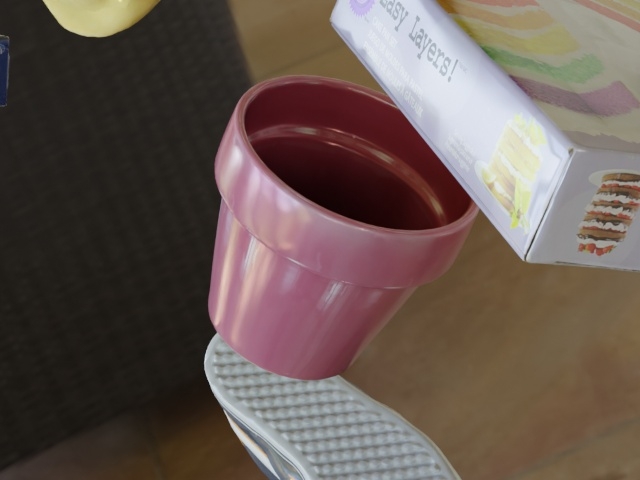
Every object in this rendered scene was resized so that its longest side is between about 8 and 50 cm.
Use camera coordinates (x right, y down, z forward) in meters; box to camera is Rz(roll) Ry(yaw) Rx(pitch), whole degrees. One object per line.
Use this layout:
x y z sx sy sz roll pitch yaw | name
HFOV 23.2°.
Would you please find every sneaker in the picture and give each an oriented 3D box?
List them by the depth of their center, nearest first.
0.029 0.202 1.400 0.126 0.127 0.321 -39 65 -10 | sneaker

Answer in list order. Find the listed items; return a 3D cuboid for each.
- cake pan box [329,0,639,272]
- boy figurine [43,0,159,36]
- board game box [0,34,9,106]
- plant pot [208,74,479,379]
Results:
0.169 -0.067 0.821 0.267 0.070 0.246 6 32 -27 | cake pan box
-0.026 -0.190 0.828 0.285 0.092 0.177 -31 56 -25 | boy figurine
-0.381 -0.152 1.262 0.194 0.060 0.194 -5 17 -35 | board game box
0.000 0.000 1.204 0.201 0.180 0.201 16 35 -12 | plant pot
